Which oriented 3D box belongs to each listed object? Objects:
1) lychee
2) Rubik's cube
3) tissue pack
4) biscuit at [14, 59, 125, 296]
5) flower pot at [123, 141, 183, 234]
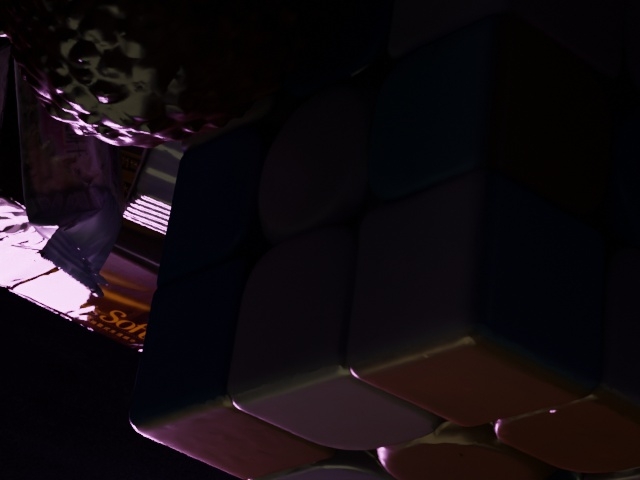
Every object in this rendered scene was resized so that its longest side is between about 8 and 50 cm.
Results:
[{"bbox_3d":[-0.123,-0.194,1.295,0.260,0.261,0.260,19,168,4],"label":"lychee"},{"bbox_3d":[0.117,0.008,1.362,0.344,0.347,0.347,30,146,-35],"label":"Rubik's cube"},{"bbox_3d":[-0.280,-0.040,2.166,0.370,0.210,0.198,28,143,-37],"label":"tissue pack"},{"bbox_3d":[-0.213,-0.117,1.608,0.079,0.309,0.186,-7,167,2],"label":"biscuit"},{"bbox_3d":[-0.051,-0.093,1.672,0.189,0.239,0.209,23,-161,-7],"label":"flower pot"}]
